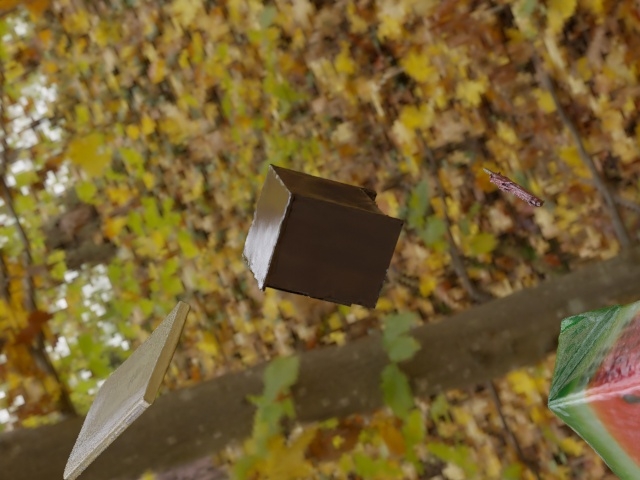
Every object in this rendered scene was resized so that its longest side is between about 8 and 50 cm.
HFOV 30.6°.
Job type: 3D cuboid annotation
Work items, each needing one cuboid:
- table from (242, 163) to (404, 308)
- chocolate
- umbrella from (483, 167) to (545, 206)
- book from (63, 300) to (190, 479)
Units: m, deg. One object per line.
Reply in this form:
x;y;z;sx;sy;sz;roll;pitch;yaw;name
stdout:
0.000;0.000;1.880;0.169;0.193;0.172;-126;51;-66;table
0.520;0.234;1.549;0.360;0.161;0.341;44;147;-11;chocolate
0.300;-0.082;1.831;0.027;0.025;0.165;44;179;-32;umbrella
-0.208;0.163;1.249;0.016;0.198;0.138;32;-137;-16;book
